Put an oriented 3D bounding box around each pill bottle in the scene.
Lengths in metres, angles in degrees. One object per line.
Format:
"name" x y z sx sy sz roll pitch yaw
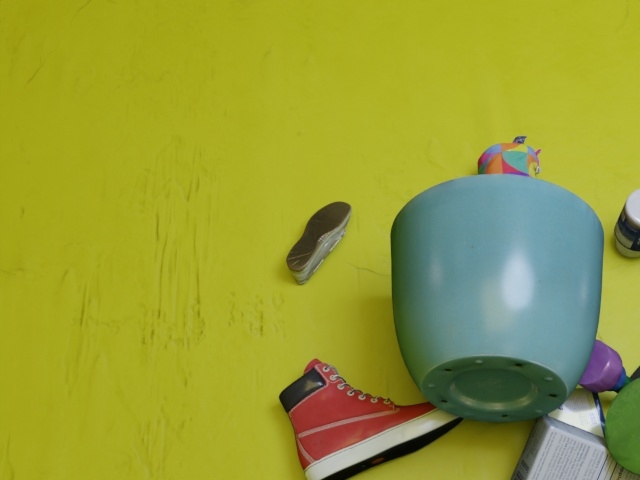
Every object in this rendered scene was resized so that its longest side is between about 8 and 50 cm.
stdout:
"pill bottle" 0.477 -0.022 1.280 0.067 0.120 0.067 -3 62 5

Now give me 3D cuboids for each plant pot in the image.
"plant pot" 0.229 0.097 1.129 0.293 0.293 0.235 3 54 8

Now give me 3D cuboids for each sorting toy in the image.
"sorting toy" 0.449 0.257 1.045 0.127 0.126 0.365 -52 34 11

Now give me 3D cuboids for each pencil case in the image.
"pencil case" 0.301 -0.042 1.326 0.104 0.104 0.236 -1 63 6

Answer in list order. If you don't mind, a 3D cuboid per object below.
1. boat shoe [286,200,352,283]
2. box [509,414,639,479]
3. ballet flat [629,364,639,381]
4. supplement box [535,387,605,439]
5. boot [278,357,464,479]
"boat shoe" 0.001 0.001 1.369 0.056 0.048 0.153 18 58 28
"box" 0.328 0.311 1.108 0.137 0.072 0.126 22 93 1
"ballet flat" 0.528 0.165 1.190 0.280 0.096 0.095 -34 64 -11
"supplement box" 0.345 0.253 1.185 0.083 0.056 0.083 -8 62 2
"boot" 0.069 0.225 1.217 0.244 0.088 0.176 -21 60 -1
